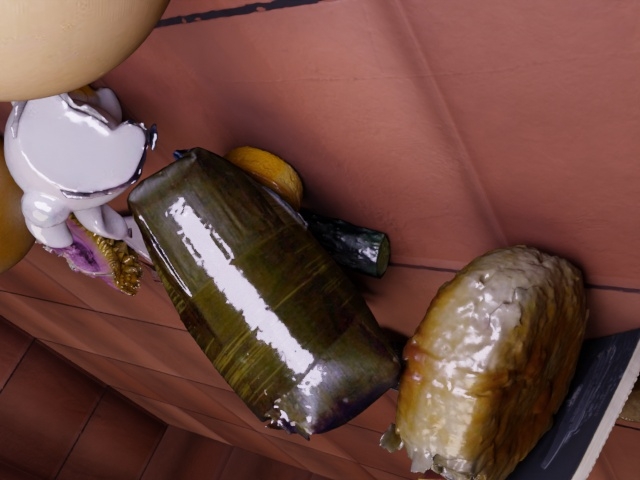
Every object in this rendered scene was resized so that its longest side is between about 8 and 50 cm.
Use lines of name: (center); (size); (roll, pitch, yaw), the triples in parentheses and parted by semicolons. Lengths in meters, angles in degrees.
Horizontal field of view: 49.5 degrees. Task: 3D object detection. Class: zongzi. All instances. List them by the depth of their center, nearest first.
zongzi: (-0.080, 0.068, 0.997); (0.403, 0.208, 0.432); (51, 179, 4)

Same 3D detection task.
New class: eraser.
eraser: (-0.291, 0.031, 1.380); (0.204, 0.059, 0.243); (-5, 137, 47)

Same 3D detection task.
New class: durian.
durian: (-0.486, 0.010, 1.475); (0.341, 0.112, 0.191); (26, 175, 28)

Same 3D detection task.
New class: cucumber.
cucumber: (-0.001, 0.003, 1.065); (0.212, 0.062, 0.078); (14, 153, 21)

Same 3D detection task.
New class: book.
book: (0.311, 0.264, 1.054); (0.028, 0.262, 0.374); (43, 152, -6)

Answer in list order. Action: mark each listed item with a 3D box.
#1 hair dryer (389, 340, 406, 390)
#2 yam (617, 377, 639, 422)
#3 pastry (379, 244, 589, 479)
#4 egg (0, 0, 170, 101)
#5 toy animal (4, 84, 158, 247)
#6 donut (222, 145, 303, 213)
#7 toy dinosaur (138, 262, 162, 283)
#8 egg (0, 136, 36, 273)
hair dryer: (0.141, 0.259, 1.451); (0.236, 0.091, 0.272); (26, 169, -27)
yam: (0.482, 0.254, 1.096); (0.081, 0.081, 0.357); (34, 152, -17)
pastry: (0.226, 0.159, 0.892); (0.136, 0.329, 0.329); (25, 160, 38)
egg: (-0.243, -0.268, 0.490); (0.301, 0.301, 0.374); (24, 150, 2)
toy animal: (-0.349, -0.116, 0.986); (0.183, 0.247, 0.310); (-3, 179, -24)
donut: (-0.092, -0.077, 1.001); (0.152, 0.058, 0.152); (19, 154, 10)
toy dinosaur: (-0.334, 0.098, 1.586); (0.220, 0.032, 0.108); (36, 158, 0)
egg: (-0.664, -0.067, 1.276); (0.283, 0.282, 0.351); (23, 162, 5)
